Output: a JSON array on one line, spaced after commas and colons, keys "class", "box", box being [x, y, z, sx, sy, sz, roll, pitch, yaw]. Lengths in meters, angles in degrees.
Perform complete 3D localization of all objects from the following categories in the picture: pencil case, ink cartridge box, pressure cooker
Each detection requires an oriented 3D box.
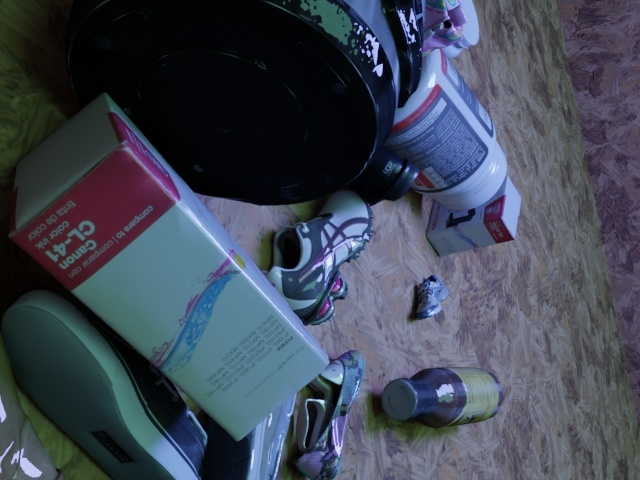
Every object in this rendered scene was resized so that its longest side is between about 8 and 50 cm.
[{"class": "pencil case", "box": [0.096, -0.331, 1.186, 0.124, 0.284, 0.124, 53, 26, -42]}, {"class": "ink cartridge box", "box": [-0.153, 0.023, 0.734, 0.306, 0.131, 0.226, 53, -4, -28]}, {"class": "pressure cooker", "box": [-0.068, -0.303, 0.863, 0.375, 0.370, 0.420, 31, 53, -28]}, {"class": "ink cartridge box", "box": [0.322, -0.049, 1.532, 0.072, 0.175, 0.127, 49, 42, -32]}]

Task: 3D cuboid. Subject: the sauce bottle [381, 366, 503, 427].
[{"class": "sauce bottle", "box": [0.226, 0.289, 1.343, 0.344, 0.111, 0.111, 13, 69, -52]}]

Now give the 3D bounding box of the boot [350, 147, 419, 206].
[{"class": "boot", "box": [0.040, -0.151, 1.198, 0.207, 0.246, 0.094, 37, 87, -9]}]

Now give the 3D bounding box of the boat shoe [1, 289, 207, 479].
[{"class": "boat shoe", "box": [-0.202, 0.151, 0.749, 0.306, 0.113, 0.105, 59, 31, -30]}]

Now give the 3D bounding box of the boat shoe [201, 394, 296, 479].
[{"class": "boat shoe", "box": [-0.090, 0.260, 0.878, 0.103, 0.118, 0.320, 44, 39, -34]}]

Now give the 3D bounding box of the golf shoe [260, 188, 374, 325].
[{"class": "golf shoe", "box": [0.000, 0.000, 1.107, 0.120, 0.105, 0.273, 48, 43, -27]}]

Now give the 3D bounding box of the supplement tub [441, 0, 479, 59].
[{"class": "supplement tub", "box": [0.196, -0.415, 1.438, 0.144, 0.199, 0.144, 23, 61, -51]}]

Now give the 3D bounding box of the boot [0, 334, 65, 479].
[{"class": "boot", "box": [-0.343, 0.144, 0.575, 0.236, 0.089, 0.269, -35, 106, -58]}]

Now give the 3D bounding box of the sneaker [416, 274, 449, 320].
[{"class": "sneaker", "box": [0.210, 0.111, 1.436, 0.058, 0.052, 0.135, 59, 29, -9]}]

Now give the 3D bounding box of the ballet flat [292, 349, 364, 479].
[{"class": "ballet flat", "box": [0.009, 0.243, 1.075, 0.079, 0.077, 0.221, 35, 50, -21]}]

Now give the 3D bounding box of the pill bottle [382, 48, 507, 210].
[{"class": "pill bottle", "box": [0.205, -0.211, 1.378, 0.363, 0.210, 0.210, 38, 50, -45]}]
